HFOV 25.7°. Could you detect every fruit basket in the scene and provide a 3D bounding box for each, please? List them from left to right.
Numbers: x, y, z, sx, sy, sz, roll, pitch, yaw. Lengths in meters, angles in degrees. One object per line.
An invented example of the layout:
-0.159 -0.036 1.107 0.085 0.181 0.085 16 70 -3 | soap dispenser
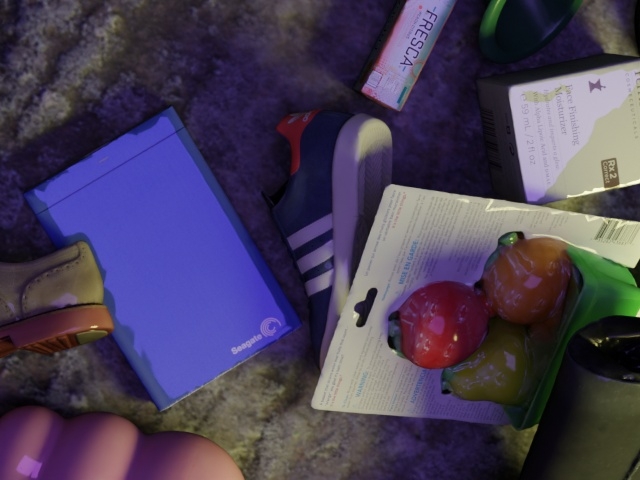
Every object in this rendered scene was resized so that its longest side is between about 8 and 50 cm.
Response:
0.193 0.086 1.709 0.353 0.165 0.327 9 120 -14 | fruit basket

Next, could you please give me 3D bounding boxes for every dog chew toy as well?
-0.258 0.301 1.694 0.332 0.206 0.206 22 95 -2 | dog chew toy

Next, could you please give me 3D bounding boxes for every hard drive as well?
-0.191 0.023 1.733 0.210 0.040 0.319 -31 102 -3 | hard drive

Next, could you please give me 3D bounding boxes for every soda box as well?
0.108 -0.251 1.725 0.058 0.063 0.183 27 94 -12 | soda box

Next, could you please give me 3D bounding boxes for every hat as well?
0.220 -0.354 1.742 0.173 0.183 0.208 -7 136 -44 | hat

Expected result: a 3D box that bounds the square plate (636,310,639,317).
0.582 0.091 1.752 0.347 0.049 0.344 33 106 -1 | square plate

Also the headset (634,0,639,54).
0.563 -0.344 1.766 0.243 0.185 0.394 34 107 -8 | headset

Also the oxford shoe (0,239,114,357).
-0.424 0.085 1.680 0.348 0.123 0.130 -11 78 0 | oxford shoe

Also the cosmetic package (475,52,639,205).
0.306 -0.139 1.727 0.183 0.151 0.151 -13 101 -7 | cosmetic package

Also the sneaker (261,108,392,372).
0.000 0.000 1.731 0.148 0.131 0.350 16 116 27 | sneaker

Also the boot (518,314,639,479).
0.255 0.277 1.648 0.367 0.146 0.445 -10 144 -24 | boot
